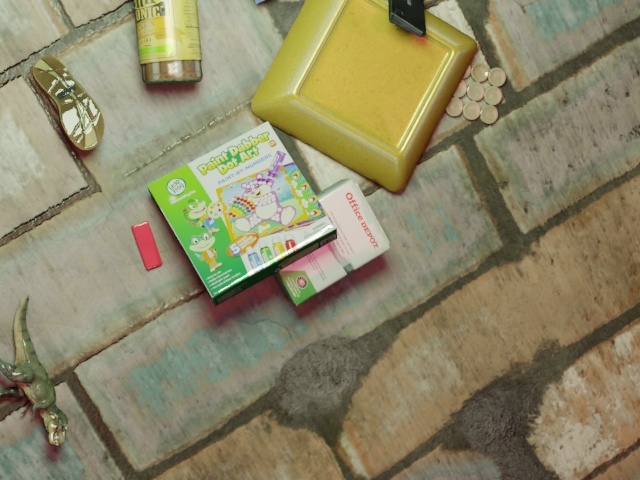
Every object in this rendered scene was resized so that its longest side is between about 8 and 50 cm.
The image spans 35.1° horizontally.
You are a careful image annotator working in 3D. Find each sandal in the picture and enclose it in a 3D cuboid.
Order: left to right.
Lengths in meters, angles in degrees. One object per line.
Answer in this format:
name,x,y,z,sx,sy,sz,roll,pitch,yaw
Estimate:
sandal,-0.434,-0.237,1.753,0.072,0.049,0.180,-34,88,-15

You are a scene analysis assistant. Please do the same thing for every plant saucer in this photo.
plant saucer,0.092,-0.304,1.852,0.333,0.081,0.332,28,89,-12

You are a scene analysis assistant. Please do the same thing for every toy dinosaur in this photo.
toy dinosaur,-0.527,0.240,1.767,0.118,0.064,0.268,-18,97,-19

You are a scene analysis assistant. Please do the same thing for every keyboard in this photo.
keyboard,0.140,-0.438,1.823,0.108,0.180,0.023,28,128,-23

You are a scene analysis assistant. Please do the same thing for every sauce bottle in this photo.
sauce bottle,-0.271,-0.442,1.741,0.112,0.111,0.344,-7,95,-13

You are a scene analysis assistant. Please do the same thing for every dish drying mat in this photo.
dish drying mat,-0.312,0.009,1.823,0.032,0.008,0.083,-20,99,-12

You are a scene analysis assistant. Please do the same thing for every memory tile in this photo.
memory tile,0.280,-0.289,1.942,0.148,0.012,0.113,10,93,-14

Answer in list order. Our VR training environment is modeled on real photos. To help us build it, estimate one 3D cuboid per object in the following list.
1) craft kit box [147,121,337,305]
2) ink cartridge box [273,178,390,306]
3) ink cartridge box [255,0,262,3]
craft kit box,-0.137,-0.051,1.780,0.250,0.061,0.246,-30,68,-9
ink cartridge box,0.000,0.000,1.860,0.208,0.087,0.153,-30,101,-9
ink cartridge box,-0.100,-0.595,1.774,0.186,0.065,0.311,-28,110,-9
